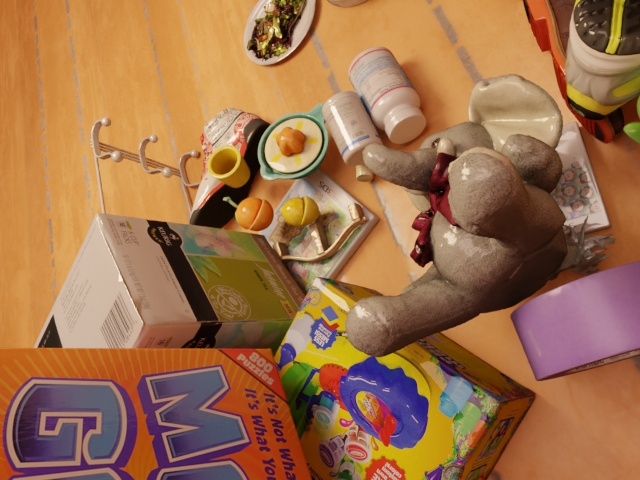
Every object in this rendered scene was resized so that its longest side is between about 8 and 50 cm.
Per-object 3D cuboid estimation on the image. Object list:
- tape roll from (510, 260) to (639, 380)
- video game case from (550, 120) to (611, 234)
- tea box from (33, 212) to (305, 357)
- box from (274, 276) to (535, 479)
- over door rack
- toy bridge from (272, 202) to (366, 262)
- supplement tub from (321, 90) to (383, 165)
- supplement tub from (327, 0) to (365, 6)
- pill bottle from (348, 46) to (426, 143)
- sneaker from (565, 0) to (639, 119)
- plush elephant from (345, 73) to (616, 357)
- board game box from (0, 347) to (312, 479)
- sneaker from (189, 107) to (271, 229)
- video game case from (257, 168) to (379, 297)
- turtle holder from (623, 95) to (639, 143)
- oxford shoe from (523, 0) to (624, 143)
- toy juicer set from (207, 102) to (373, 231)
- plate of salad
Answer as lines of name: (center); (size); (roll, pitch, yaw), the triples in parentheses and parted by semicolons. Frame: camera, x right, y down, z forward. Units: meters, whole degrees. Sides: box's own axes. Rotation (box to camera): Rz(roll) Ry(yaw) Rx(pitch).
tape roll: (0.318, 0.091, 0.560); (0.189, 0.189, 0.080); (-28, 64, 26)
video game case: (0.309, -0.072, 0.714); (0.143, 0.019, 0.157); (-19, 69, 31)
tea box: (-0.240, 0.162, 0.826); (0.329, 0.324, 0.220); (-54, 55, 24)
box: (0.078, 0.247, 0.698); (0.290, 0.177, 0.279); (31, 98, 36)
over door rack: (-0.336, -0.082, 1.037); (0.108, 0.239, 0.324); (-26, 64, 33)
toy bridge: (0.000, 0.000, 0.879); (0.188, 0.026, 0.063); (-26, 67, 26)
supplement tub: (0.053, -0.185, 0.840); (0.071, 0.071, 0.107); (-31, 70, 25)
supplement tub: (-0.008, -0.591, 0.881); (0.235, 0.325, 0.235); (-10, 72, 33)
pill bottle: (0.114, -0.244, 0.854); (0.087, 0.087, 0.160); (-35, 61, 23)
sneaker: (0.414, -0.292, 0.591); (0.385, 0.147, 0.145); (-36, 64, -13)
plush elephant: (0.170, -0.054, 0.621); (0.255, 0.330, 0.272); (61, 143, 36)
board game box: (-0.233, 0.363, 0.541); (0.356, 0.357, 0.356); (-57, 41, 32)
sneaker: (-0.212, -0.151, 1.060); (0.145, 0.090, 0.270); (36, 96, 37)
video game case: (-0.021, -0.011, 0.928); (0.193, 0.023, 0.212); (44, 104, 34)
turtle holder: (0.470, -0.094, 0.439); (0.320, 0.243, 0.227); (42, 130, 16)
oxford shoe: (0.362, -0.259, 0.682); (0.098, 0.097, 0.271); (-21, 67, 22)
toy juicer set: (-0.033, -0.137, 0.886); (0.329, 0.089, 0.209); (-26, 63, 8)
plate of salad: (-0.098, -0.476, 1.087); (0.200, 0.048, 0.199); (-9, 73, 32)
